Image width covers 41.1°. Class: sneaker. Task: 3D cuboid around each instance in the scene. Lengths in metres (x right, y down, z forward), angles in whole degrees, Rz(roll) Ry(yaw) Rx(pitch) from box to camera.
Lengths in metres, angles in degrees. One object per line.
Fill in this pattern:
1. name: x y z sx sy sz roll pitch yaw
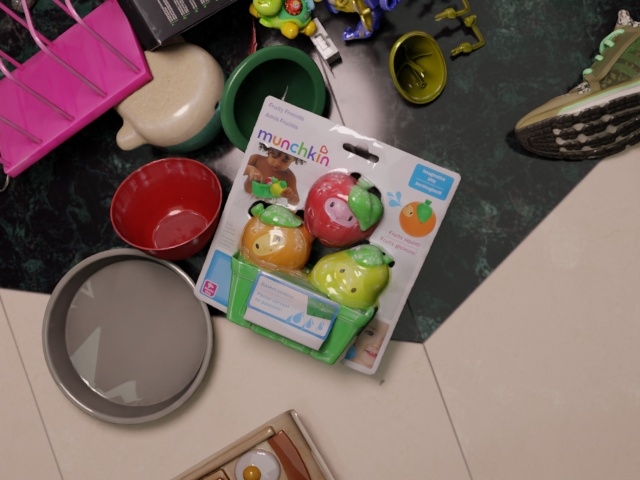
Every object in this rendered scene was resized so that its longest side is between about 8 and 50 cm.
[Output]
1. sneaker: 0.485 -0.268 1.335 0.410 0.158 0.182 -25 57 7

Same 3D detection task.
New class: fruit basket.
1. fruit basket: 0.000 0.000 1.325 0.327 0.165 0.353 24 109 3

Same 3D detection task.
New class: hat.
1. hat: -0.100 -0.258 1.406 0.173 0.183 0.208 38 93 -34

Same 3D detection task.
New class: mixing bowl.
1. mixing bowl: -0.240 -0.035 1.391 0.181 0.098 0.181 -4 55 6

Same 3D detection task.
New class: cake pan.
1. cake pan: -0.320 0.159 1.438 0.293 0.054 0.293 0 90 6

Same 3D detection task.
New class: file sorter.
1. file sorter: -0.452 -0.285 1.332 0.290 0.182 0.202 -32 57 12

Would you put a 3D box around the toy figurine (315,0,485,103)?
1. toy figurine: 0.080 -0.410 1.360 0.191 0.217 0.362 -46 130 -9

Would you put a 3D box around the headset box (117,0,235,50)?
1. headset box: -0.214 -0.455 1.291 0.283 0.131 0.246 -34 107 -12

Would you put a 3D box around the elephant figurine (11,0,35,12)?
1. elephant figurine: -0.435 -0.493 1.380 0.239 0.186 0.169 -49 50 -8

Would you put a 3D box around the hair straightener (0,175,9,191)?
1. hair straightener: -0.610 -0.181 1.470 0.089 0.047 0.230 -39 87 5

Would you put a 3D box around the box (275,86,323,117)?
1. box: -0.038 -0.212 1.424 0.067 0.018 0.083 -32 87 5

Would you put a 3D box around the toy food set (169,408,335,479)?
1. toy food set: -0.114 0.446 1.398 0.306 0.092 0.220 -31 87 5

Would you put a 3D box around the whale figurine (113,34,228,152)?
1. whale figurine: -0.268 -0.235 1.407 0.272 0.141 0.216 14 76 28

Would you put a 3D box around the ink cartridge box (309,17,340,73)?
1. ink cartridge box: 0.007 -0.319 1.403 0.028 0.048 0.083 -32 87 6

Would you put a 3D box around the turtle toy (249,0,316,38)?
1. turtle toy: -0.060 -0.365 1.334 0.095 0.130 0.066 36 123 19
